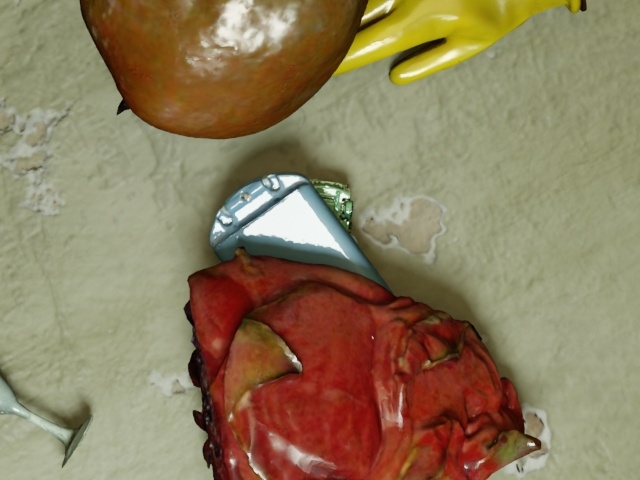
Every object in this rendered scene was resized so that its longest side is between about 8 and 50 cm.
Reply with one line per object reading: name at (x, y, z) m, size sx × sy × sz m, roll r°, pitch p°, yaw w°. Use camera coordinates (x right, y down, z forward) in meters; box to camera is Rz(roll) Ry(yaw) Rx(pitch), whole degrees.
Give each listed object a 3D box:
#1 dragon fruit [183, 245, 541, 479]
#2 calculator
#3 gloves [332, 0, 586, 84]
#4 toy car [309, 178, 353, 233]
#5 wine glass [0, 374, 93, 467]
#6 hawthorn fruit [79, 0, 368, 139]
dragon fruit at (0.046, 0.155, 1.584) m, size 0.329 × 0.228 × 0.286 m, roll -7°, pitch 104°, yaw -4°
calculator at (-0.017, 0.031, 1.688) m, size 0.121 × 0.039 × 0.210 m, roll -35°, pitch 102°, yaw 10°
gloves at (0.111, -0.251, 1.728) m, size 0.294 × 0.116 × 0.133 m, roll -15°, pitch 58°, yaw 5°
toy car at (0.000, 0.000, 1.720) m, size 0.059 × 0.035 × 0.122 m, roll 7°, pitch 102°, yaw -2°
wine glass at (-0.324, 0.149, 1.681) m, size 0.198 × 0.066 × 0.066 m, roll 29°, pitch 84°, yaw 2°
hawthorn fruit at (-0.101, -0.222, 1.625) m, size 0.267 × 0.268 × 0.301 m, roll 36°, pitch 109°, yaw 1°
